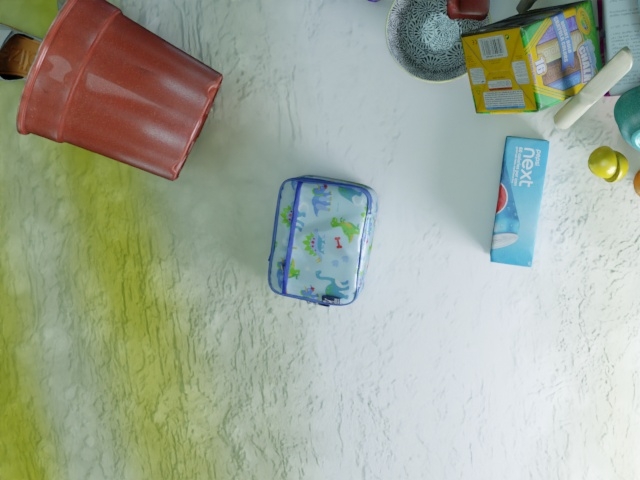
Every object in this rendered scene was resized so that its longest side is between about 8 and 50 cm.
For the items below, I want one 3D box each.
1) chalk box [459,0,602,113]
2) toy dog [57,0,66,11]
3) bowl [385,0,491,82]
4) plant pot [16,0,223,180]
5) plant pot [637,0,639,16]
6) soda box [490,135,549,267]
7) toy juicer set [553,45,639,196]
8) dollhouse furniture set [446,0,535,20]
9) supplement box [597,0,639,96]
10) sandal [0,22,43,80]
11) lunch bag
[{"bbox_3d":[0.345,-0.288,1.381,0.132,0.213,0.132,8,118,55],"label":"chalk box"},{"bbox_3d":[-0.465,-0.554,1.525,0.220,0.161,0.334,-35,90,14],"label":"toy dog"},{"bbox_3d":[0.195,-0.342,1.459,0.170,0.080,0.170,1,98,11],"label":"bowl"},{"bbox_3d":[-0.322,-0.243,1.489,0.265,0.272,0.272,25,102,-8],"label":"plant pot"},{"bbox_3d":[0.672,-0.379,1.203,0.334,0.341,0.341,-43,87,-17],"label":"plant pot"},{"bbox_3d":[0.329,-0.065,1.477,0.071,0.067,0.210,8,99,10],"label":"soda box"},{"bbox_3d":[0.484,-0.173,1.362,0.329,0.209,0.089,36,60,-23],"label":"toy juicer set"},{"bbox_3d":[0.189,-0.503,1.345,0.201,0.152,0.374,-31,78,-2],"label":"dollhouse furniture set"},{"bbox_3d":[0.493,-0.338,1.382,0.114,0.111,0.220,-6,96,12],"label":"supplement box"},{"bbox_3d":[-0.553,-0.337,1.616,0.265,0.076,0.102,13,100,10],"label":"sandal"},{"bbox_3d":[0.000,0.000,1.544,0.176,0.090,0.219,12,99,13],"label":"lunch bag"}]
